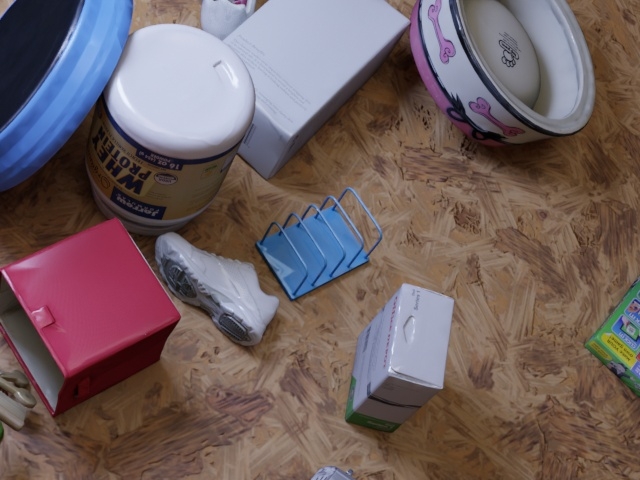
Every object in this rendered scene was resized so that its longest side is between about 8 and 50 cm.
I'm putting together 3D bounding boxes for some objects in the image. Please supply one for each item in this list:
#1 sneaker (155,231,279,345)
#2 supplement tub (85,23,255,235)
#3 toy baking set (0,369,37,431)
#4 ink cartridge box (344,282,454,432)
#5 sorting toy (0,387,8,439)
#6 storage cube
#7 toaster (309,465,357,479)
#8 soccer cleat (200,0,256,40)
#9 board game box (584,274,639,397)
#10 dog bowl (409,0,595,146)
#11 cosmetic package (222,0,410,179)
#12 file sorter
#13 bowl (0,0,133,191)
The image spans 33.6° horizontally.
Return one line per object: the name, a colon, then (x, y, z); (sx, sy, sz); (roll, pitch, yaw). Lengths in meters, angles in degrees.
sneaker: (-0.165, 0.062, 1.721); (0.232, 0.090, 0.115); (44, 51, -4)
supplement tub: (-0.245, -0.161, 1.662); (0.228, 0.316, 0.228); (9, 61, -16)
toy baking set: (-0.502, 0.173, 1.492); (0.256, 0.197, 0.030); (44, 94, 3)
ink cartridge box: (0.122, 0.188, 1.666); (0.092, 0.219, 0.160); (18, 60, -10)
sorting toy: (-0.484, 0.245, 1.528); (0.061, 0.042, 0.102); (8, 62, -16)
storage cube: (-0.348, 0.111, 1.562); (0.193, 0.184, 0.215); (-27, 75, -29)
toaster: (0.004, 0.442, 1.550); (0.146, 0.129, 0.227); (39, 60, 8)
soccer cleat: (-0.152, -0.515, 1.982); (0.116, 0.143, 0.331); (11, 60, -14)
board game box: (0.662, 0.229, 1.940); (0.317, 0.046, 0.213); (43, 57, 6)
dog bowl: (0.336, -0.358, 2.004); (0.408, 0.150, 0.408); (21, 57, -36)
cosmetic package: (-0.039, -0.323, 1.918); (0.217, 0.156, 0.385); (42, 57, 4)
file sorter: (0.000, 0.000, 1.791); (0.170, 0.104, 0.118); (-26, 74, -28)
bowl: (-0.439, -0.259, 1.611); (0.077, 0.391, 0.391); (35, 52, -36)
